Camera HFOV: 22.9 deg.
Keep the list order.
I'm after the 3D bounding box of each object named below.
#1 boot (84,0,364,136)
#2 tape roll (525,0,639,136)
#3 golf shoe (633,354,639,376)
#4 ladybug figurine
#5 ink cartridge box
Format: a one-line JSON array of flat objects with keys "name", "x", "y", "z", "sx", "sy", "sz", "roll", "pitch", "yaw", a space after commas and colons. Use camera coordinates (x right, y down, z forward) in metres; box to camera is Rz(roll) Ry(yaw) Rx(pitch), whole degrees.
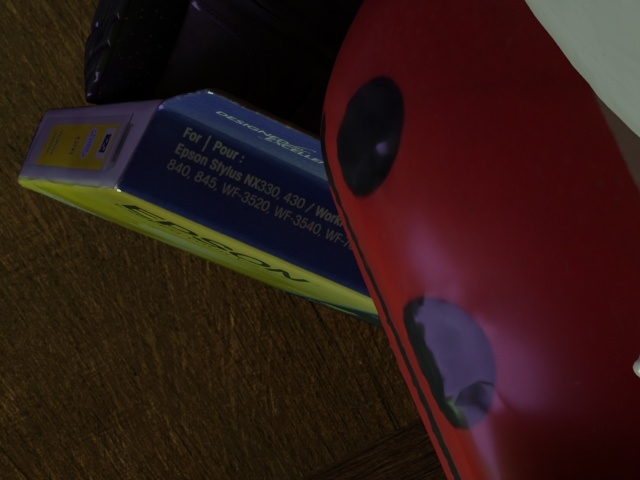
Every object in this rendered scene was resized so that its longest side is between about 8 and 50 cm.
[{"name": "boot", "x": 0.007, "y": -0.199, "z": 0.971, "sx": 0.222, "sy": 0.338, "sz": 0.118, "roll": 17, "pitch": -152, "yaw": -17}, {"name": "tape roll", "x": 0.070, "y": -0.156, "z": 0.335, "sx": 0.286, "sy": 0.100, "sz": 0.286, "roll": 63, "pitch": 179, "yaw": 1}, {"name": "golf shoe", "x": 0.174, "y": 0.066, "z": 0.350, "sx": 0.105, "sy": 0.120, "sz": 0.273, "roll": 65, "pitch": 177, "yaw": -23}, {"name": "ladybug figurine", "x": 0.123, "y": 0.052, "z": 0.683, "sx": 0.305, "sy": 0.162, "sz": 0.449, "roll": 176, "pitch": 71, "yaw": -87}, {"name": "ink cartridge box", "x": 0.000, "y": 0.000, "z": 0.945, "sx": 0.303, "sy": 0.072, "sz": 0.307, "roll": 24, "pitch": 176, "yaw": -23}]
